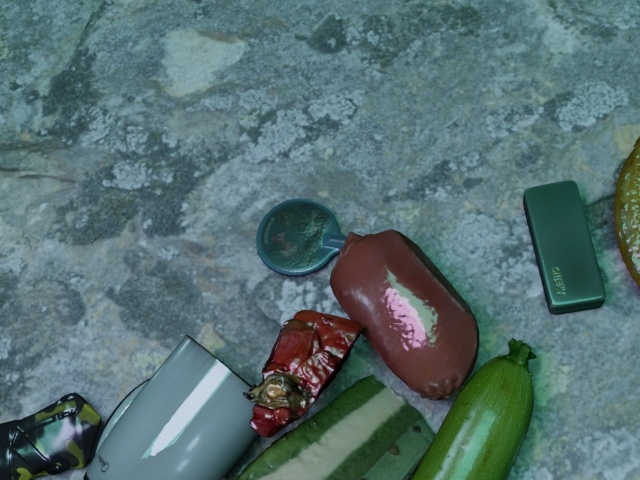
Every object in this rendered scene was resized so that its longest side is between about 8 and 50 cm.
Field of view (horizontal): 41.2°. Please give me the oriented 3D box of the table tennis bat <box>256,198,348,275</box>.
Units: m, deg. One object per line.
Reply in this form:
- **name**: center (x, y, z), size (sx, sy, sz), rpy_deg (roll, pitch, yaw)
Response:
- **table tennis bat**: center (0.000, 0.000, 1.262), size (0.201, 0.033, 0.124), rpy_deg (8, 69, 18)

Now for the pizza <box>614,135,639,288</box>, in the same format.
- **pizza**: center (0.504, -0.018, 1.166), size (0.197, 0.058, 0.292), rpy_deg (-10, 68, 4)

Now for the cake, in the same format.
- **cake**: center (0.004, 0.319, 1.114), size (0.158, 0.172, 0.283), rpy_deg (44, 47, 16)

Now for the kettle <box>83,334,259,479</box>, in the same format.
- **kettle**: center (-0.204, 0.256, 1.132), size (0.221, 0.161, 0.236), rpy_deg (26, 74, 48)

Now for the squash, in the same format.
- **squash**: center (0.171, 0.300, 1.061), size (0.107, 0.107, 0.395), rpy_deg (25, 70, 19)

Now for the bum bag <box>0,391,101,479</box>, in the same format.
- **bum bag**: center (-0.414, 0.293, 1.192), size (0.232, 0.060, 0.107), rpy_deg (-20, 74, 3)

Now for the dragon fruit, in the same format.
- **dragon fruit**: center (-0.037, 0.170, 1.083), size (0.092, 0.122, 0.192), rpy_deg (33, 50, 8)

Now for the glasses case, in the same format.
- **glasses case**: center (0.340, 0.008, 1.192), size (0.077, 0.039, 0.184), rpy_deg (-10, 66, 6)

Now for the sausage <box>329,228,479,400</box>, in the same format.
- **sausage**: center (0.116, 0.090, 1.144), size (0.148, 0.148, 0.254), rpy_deg (-41, 70, -8)
